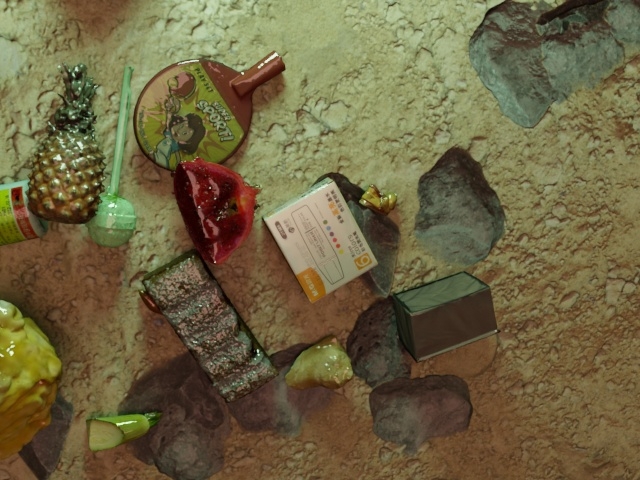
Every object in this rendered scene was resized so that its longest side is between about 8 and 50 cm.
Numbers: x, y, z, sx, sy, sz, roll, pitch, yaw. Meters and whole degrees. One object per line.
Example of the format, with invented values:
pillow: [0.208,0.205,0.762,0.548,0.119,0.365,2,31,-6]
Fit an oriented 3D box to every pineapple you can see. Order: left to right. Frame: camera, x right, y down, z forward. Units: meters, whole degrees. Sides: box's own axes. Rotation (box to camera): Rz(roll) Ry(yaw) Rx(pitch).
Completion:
pineapple: [-0.560,-0.218,1.378,0.175,0.175,0.361,7,87,-14]

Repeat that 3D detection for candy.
candy: [-0.493,-0.202,1.480,0.119,0.119,0.440,6,93,-14]

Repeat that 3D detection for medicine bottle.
medicine bottle: [-0.765,-0.053,1.416,0.225,0.139,0.139,-13,104,-10]

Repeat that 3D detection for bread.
bread: [-0.284,0.227,1.604,0.165,0.113,0.417,-33,106,-6]

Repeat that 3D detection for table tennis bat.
table tennis bat: [-0.267,-0.334,1.510,0.414,0.051,0.268,-35,118,-6]

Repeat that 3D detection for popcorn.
popcorn: [-0.798,0.306,1.399,0.344,0.354,0.390,-49,152,-21]

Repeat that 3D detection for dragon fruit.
dragon fruit: [-0.247,-0.087,1.536,0.211,0.134,0.262,-18,100,-23]

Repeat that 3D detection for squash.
squash: [-0.521,0.500,1.626,0.200,0.075,0.090,-10,78,-12]

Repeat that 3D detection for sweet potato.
sweet potato: [-0.442,0.162,1.593,0.034,0.034,0.095,-42,110,-1]

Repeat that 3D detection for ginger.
ginger: [0.001,0.377,1.705,0.193,0.123,0.115,-35,127,2]

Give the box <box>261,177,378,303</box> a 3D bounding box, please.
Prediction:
box: [0.000,0.000,1.631,0.220,0.091,0.274,-32,106,-4]

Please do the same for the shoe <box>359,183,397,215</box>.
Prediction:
shoe: [0.161,-0.108,1.655,0.109,0.072,0.069,19,102,-16]

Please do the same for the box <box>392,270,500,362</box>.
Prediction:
box: [0.342,0.204,1.707,0.252,0.188,0.153,-16,105,-7]
